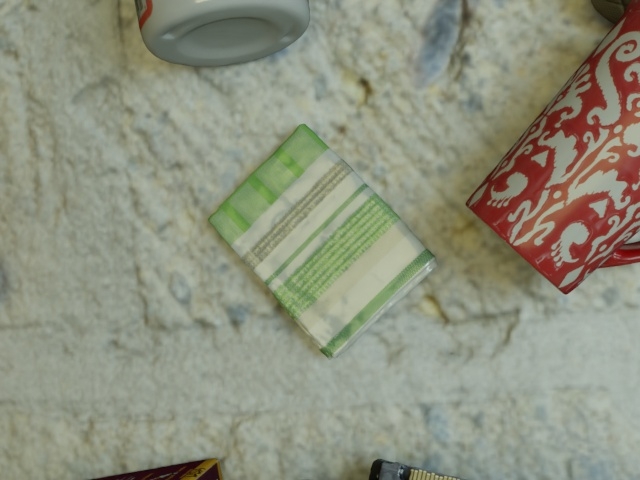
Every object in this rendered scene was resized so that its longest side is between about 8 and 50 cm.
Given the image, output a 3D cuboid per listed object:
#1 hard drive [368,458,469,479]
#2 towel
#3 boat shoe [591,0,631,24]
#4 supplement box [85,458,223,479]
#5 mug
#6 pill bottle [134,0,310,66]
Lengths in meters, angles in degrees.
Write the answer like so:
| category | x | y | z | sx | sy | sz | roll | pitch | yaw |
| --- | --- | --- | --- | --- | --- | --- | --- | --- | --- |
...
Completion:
| category | x | y | z | sx | sy | sz | roll | pitch | yaw |
| --- | --- | --- | --- | --- | --- | --- | --- | --- | --- |
| hard drive | 0.106 | 0.327 | 0.408 | 0.236 | 0.064 | 0.339 | 6 | 70 | 23 |
| towel | 0.000 | 0.000 | 0.533 | 0.113 | 0.023 | 0.152 | -43 | 79 | 5 |
| boat shoe | 0.274 | -0.176 | 0.463 | 0.178 | 0.064 | 0.060 | 5 | 57 | 14 |
| supplement box | -0.166 | 0.241 | 0.528 | 0.188 | 0.081 | 0.104 | -13 | 86 | 12 |
| mug | 0.198 | -0.043 | 0.446 | 0.150 | 0.113 | 0.169 | 45 | 100 | 11 |
| pill bottle | -0.085 | -0.252 | 0.503 | 0.124 | 0.124 | 0.222 | -11 | 87 | 11 |
